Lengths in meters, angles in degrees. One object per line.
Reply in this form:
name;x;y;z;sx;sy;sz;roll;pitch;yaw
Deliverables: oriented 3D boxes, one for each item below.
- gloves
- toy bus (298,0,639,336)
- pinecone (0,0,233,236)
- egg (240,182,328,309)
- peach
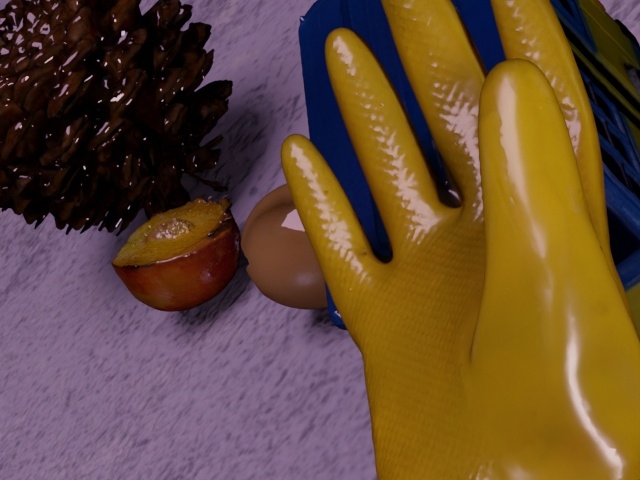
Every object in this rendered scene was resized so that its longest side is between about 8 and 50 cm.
gloves;0.054;0.028;0.607;0.133;0.116;0.294;-24;64;21
toy bus;0.093;-0.040;0.813;0.138;0.175;0.288;-39;30;21
pinecone;-0.163;-0.097;1.223;0.221;0.221;0.221;-35;31;24
egg;0.000;0.000;0.995;0.096;0.080;0.080;-24;36;43
peach;-0.090;0.012;1.128;0.098;0.061;0.098;-20;23;9
